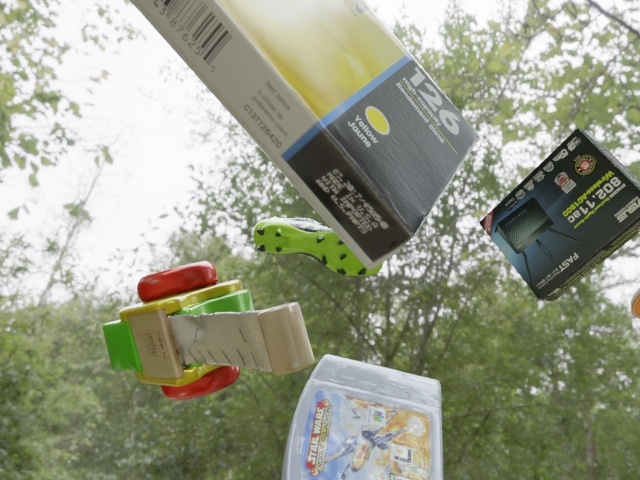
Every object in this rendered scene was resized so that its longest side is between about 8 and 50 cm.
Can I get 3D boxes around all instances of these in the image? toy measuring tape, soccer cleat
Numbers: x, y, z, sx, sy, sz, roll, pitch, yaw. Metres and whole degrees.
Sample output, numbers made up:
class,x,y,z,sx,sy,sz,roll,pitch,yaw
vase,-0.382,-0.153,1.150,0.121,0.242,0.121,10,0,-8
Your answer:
class,x,y,z,sx,sy,sz,roll,pitch,yaw
toy measuring tape,-0.075,0.066,0.472,0.121,0.121,0.330,26,-23,-29
soccer cleat,0.000,0.000,0.782,0.179,0.072,0.060,14,-63,16

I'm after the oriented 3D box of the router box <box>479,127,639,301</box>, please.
class,x,y,z,sx,sy,sz,roll,pitch,yaw
router box,0.211,-0.020,0.516,0.038,0.092,0.122,6,-47,-46

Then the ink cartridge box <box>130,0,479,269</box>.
class,x,y,z,sx,sy,sz,roll,pitch,yaw
ink cartridge box,0.019,-0.170,0.557,0.303,0.307,0.072,47,-49,-6

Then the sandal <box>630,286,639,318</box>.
class,x,y,z,sx,sy,sz,roll,pitch,yaw
sandal,0.703,0.117,1.077,0.265,0.076,0.101,-9,-58,29

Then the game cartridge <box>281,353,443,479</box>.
class,x,y,z,sx,sy,sz,roll,pitch,yaw
game cartridge,0.054,0.274,0.760,0.198,0.297,0.062,16,-53,-2
